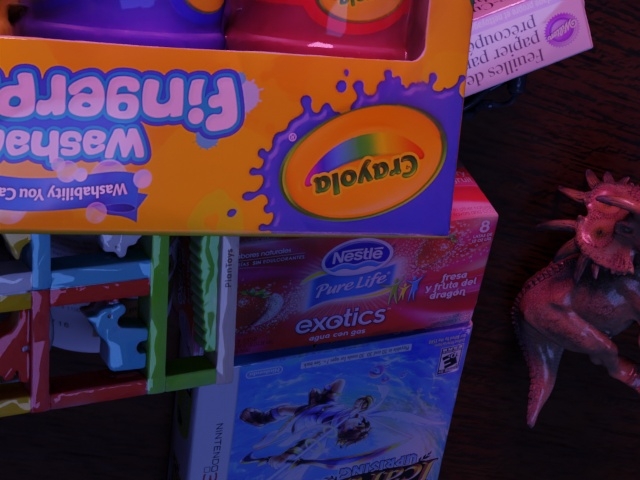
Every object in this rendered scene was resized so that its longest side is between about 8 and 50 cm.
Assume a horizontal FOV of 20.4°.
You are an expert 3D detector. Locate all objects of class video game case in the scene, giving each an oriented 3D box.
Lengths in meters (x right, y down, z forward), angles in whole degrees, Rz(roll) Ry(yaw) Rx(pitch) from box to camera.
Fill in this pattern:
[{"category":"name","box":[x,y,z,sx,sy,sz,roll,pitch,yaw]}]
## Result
[{"category":"video game case","box":[-0.005,0.174,1.667,0.269,0.061,0.244,-8,132,-20]}]

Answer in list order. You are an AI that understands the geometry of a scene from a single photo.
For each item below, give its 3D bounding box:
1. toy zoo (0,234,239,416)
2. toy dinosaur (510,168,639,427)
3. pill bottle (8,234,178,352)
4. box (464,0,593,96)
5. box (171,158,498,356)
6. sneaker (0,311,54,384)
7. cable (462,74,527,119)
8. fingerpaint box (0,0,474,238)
[{"category":"toy zoo","box":[-0.197,0.029,1.251,0.293,0.030,0.192,-7,112,-25]},{"category":"toy dinosaur","box":[0.251,0.043,1.643,0.200,0.127,0.295,25,127,-31]},{"category":"pill bottle","box":[-0.170,-0.039,1.350,0.131,0.131,0.229,-7,130,-21]},{"category":"box","box":[0.048,-0.129,1.377,0.324,0.067,0.063,-21,121,-2]},{"category":"box","box":[0.000,0.000,1.469,0.257,0.128,0.122,-7,131,-21]},{"category":"sneaker","box":[-0.358,0.120,1.385,0.366,0.135,0.150,-14,143,14]},{"category":"cable","box":[0.097,-0.162,1.434,0.184,0.047,0.150,0,128,-25]},{"category":"fingerpaint box","box":[-0.123,-0.194,1.116,0.445,0.163,0.371,1,101,-26]}]
